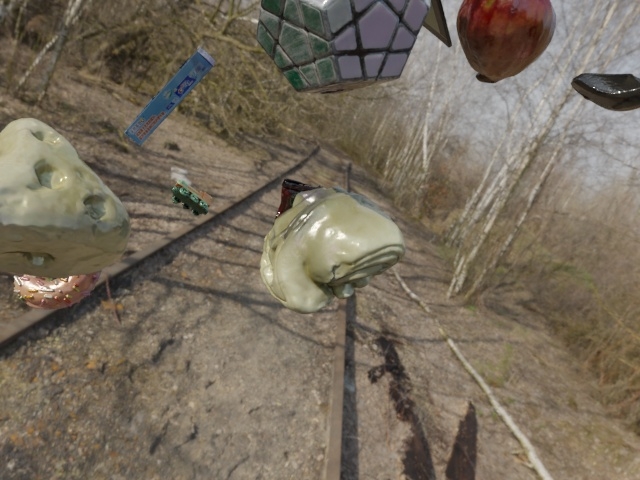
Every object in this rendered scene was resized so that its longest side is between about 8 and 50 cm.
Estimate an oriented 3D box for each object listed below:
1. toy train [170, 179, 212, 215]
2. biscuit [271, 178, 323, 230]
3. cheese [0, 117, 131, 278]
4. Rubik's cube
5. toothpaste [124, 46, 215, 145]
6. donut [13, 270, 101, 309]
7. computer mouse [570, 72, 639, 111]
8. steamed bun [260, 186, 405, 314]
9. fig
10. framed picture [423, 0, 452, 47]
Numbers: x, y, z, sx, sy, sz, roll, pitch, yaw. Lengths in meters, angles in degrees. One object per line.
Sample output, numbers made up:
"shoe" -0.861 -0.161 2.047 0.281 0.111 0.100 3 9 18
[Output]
"toy train" -0.310 -0.105 1.060 0.103 0.044 0.064 38 34 -34
"biscuit" -0.088 -0.123 1.619 0.151 0.235 0.063 -4 44 -30
"cheese" -0.435 -0.057 0.724 0.248 0.174 0.251 35 34 -47
"Rubik's cube" 0.040 -0.409 0.784 0.264 0.318 0.319 18 15 -7
"toothpaste" -0.363 -0.346 1.068 0.053 0.272 0.066 41 18 -31
"donut" -0.507 0.075 0.879 0.117 0.166 0.065 35 -24 9
"computer mouse" 0.593 -0.301 0.908 0.099 0.057 0.172 13 14 -41
"steamed bun" 0.000 0.000 1.060 0.247 0.339 0.352 58 0 -18
"fig" 0.434 -0.509 1.049 0.224 0.224 0.263 35 -3 36
"framed picture" 0.232 -0.699 1.197 0.265 0.016 0.347 43 15 -53
